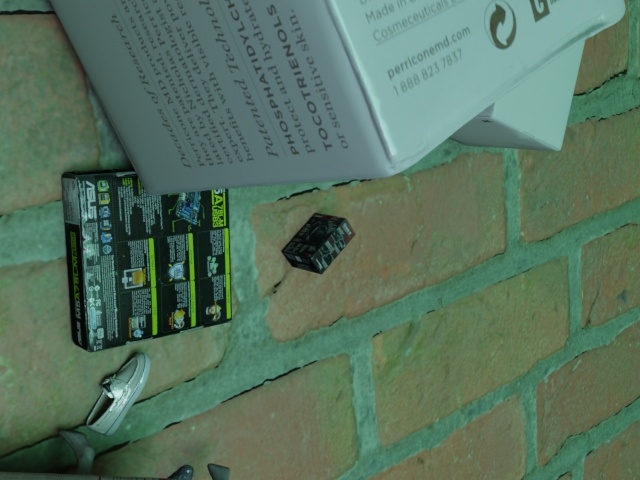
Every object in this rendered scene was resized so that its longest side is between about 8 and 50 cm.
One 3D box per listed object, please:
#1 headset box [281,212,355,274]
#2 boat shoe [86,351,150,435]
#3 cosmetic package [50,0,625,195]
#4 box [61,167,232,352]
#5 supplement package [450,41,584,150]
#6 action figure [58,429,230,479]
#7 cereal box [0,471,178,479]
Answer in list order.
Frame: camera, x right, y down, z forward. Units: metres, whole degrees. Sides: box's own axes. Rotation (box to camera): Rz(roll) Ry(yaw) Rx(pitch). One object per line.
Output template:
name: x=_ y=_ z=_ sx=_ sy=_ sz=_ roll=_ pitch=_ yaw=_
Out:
headset box: x=0.000 y=0.000 z=1.002 sx=0.083 sy=0.062 sz=0.032 roll=-49 pitch=126 yaw=-24
boat shoe: x=-0.226 y=0.167 z=0.857 sx=0.035 sy=0.035 sz=0.100 roll=37 pitch=80 yaw=-41
cosmetic package: x=-0.016 y=-0.259 z=0.697 sx=0.329 sy=0.394 sz=0.327 roll=-35 pitch=111 yaw=-31
box: x=-0.186 y=0.013 z=0.858 sx=0.184 sy=0.045 sz=0.190 roll=-10 pitch=104 yaw=-42
supplement package: x=0.253 y=-0.291 z=1.092 sx=0.178 sy=0.175 sz=0.292 roll=15 pitch=88 yaw=-43
action figure: x=-0.254 y=0.370 z=0.782 sx=0.341 sy=0.179 sz=0.330 roll=28 pitch=70 yaw=-41
cereal box: x=-0.257 y=0.306 z=0.713 sx=0.240 sy=0.047 sz=0.172 roll=8 pitch=83 yaw=-15
